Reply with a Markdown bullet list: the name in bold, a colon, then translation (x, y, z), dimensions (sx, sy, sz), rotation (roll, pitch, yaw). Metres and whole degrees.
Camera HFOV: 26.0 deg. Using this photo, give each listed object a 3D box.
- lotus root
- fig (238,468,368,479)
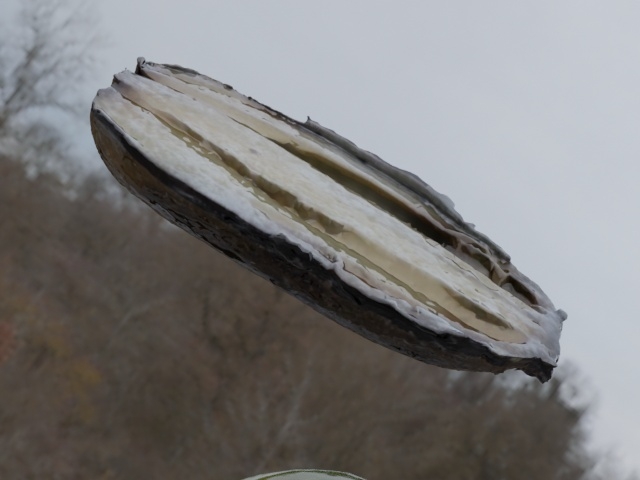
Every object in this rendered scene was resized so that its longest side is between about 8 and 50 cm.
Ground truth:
- **lotus root**: translation (0.001, 0.001, 0.874), dimensions (0.329, 0.078, 0.167), rotation (33, 32, 10)
- **fig**: translation (-0.017, 0.149, 0.462), dimensions (0.121, 0.153, 0.136), rotation (39, 3, -16)
